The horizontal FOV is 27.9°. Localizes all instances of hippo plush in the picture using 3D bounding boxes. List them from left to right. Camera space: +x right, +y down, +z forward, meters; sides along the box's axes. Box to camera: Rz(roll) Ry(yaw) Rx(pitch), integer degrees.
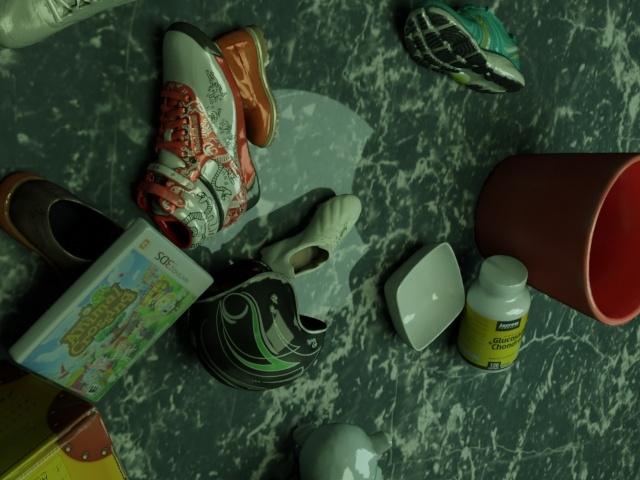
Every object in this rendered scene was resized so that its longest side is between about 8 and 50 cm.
[{"bbox_3d":[-0.016,0.377,1.834,0.294,0.234,0.236,74,19,-50],"label":"hippo plush"}]

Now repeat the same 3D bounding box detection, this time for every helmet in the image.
[{"bbox_3d":[-0.082,0.116,1.667,0.169,0.169,0.161,-34,107,-35],"label":"helmet"}]

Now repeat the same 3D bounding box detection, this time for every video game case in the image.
[{"bbox_3d":[-0.239,0.087,1.510,0.212,0.023,0.193,-46,152,-2],"label":"video game case"}]

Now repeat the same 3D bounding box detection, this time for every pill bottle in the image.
[{"bbox_3d":[0.280,0.116,2.060,0.103,0.103,0.184,-33,143,-36],"label":"pill bottle"}]

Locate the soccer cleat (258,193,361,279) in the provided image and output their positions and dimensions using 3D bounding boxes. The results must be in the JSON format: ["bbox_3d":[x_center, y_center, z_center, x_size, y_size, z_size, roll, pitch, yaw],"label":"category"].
[{"bbox_3d":[0.000,0.000,1.781,0.196,0.076,0.068,-36,126,-34],"label":"soccer cleat"}]

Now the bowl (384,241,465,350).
[{"bbox_3d":[0.154,0.081,1.988,0.142,0.053,0.142,-42,130,-30],"label":"bowl"}]

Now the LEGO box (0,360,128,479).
[{"bbox_3d":[-0.416,0.435,1.392,0.500,0.193,0.372,-38,127,-32],"label":"LEGO box"}]

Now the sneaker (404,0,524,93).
[{"bbox_3d":[0.213,-0.303,1.917,0.275,0.107,0.110,21,68,-52],"label":"sneaker"}]

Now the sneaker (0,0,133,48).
[{"bbox_3d":[-0.247,-0.287,1.395,0.262,0.121,0.099,-40,128,-31],"label":"sneaker"}]

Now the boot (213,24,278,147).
[{"bbox_3d":[-0.105,-0.187,1.631,0.084,0.059,0.158,-24,111,-36],"label":"boot"}]

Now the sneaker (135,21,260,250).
[{"bbox_3d":[-0.165,-0.117,1.560,0.145,0.090,0.270,-41,132,-34],"label":"sneaker"}]

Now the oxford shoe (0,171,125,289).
[{"bbox_3d":[-0.259,0.019,1.497,0.271,0.098,0.097,38,74,-46],"label":"oxford shoe"}]

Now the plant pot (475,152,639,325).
[{"bbox_3d":[0.404,-0.025,2.077,0.275,0.243,0.275,-16,114,-42],"label":"plant pot"}]
